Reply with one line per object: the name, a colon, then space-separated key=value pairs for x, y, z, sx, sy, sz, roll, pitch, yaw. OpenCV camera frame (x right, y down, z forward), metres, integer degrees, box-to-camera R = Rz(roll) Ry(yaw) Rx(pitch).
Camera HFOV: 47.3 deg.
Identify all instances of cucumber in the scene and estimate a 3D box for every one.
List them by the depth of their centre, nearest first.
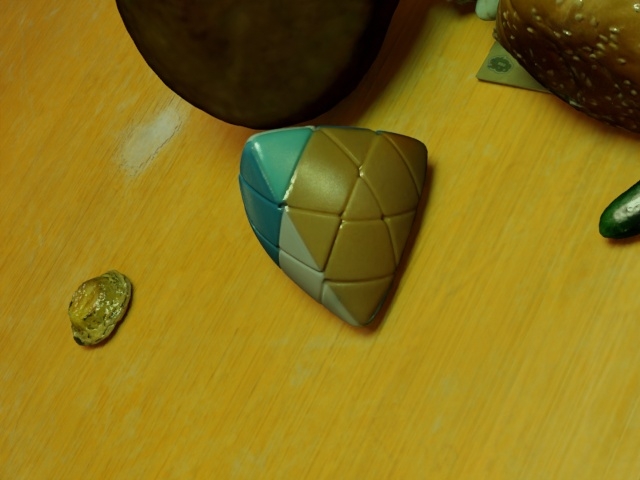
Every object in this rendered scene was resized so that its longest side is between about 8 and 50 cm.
cucumber: x=0.390 y=-0.081 z=0.681 sx=0.284 sy=0.056 sz=0.056 roll=-31 pitch=49 yaw=18

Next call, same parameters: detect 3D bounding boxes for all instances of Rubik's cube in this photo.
Rubik's cube: x=0.000 y=0.000 z=0.893 sx=0.254 sy=0.254 sz=0.254 roll=-19 pitch=54 yaw=28

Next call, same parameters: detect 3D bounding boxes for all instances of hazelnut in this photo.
hazelnut: x=-0.085 y=-0.366 z=0.962 sx=0.402 sy=0.429 sz=0.402 roll=3 pitch=46 yaw=-3

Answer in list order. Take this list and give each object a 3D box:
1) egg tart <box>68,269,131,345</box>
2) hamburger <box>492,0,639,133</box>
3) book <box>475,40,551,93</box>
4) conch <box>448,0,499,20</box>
egg tart: x=-0.351 y=0.101 z=1.146 sx=0.130 sy=0.052 sz=0.130 roll=-21 pitch=50 yaw=27
hamburger: x=0.285 y=-0.209 z=0.710 sx=0.146 sy=0.243 sz=0.286 roll=-51 pitch=43 yaw=5
book: x=0.303 y=-0.262 z=0.888 sx=0.168 sy=0.013 sz=0.192 roll=25 pitch=81 yaw=43
conch: x=0.228 y=-0.365 z=0.884 sx=0.386 sy=0.169 sz=0.203 roll=9 pitch=94 yaw=57
